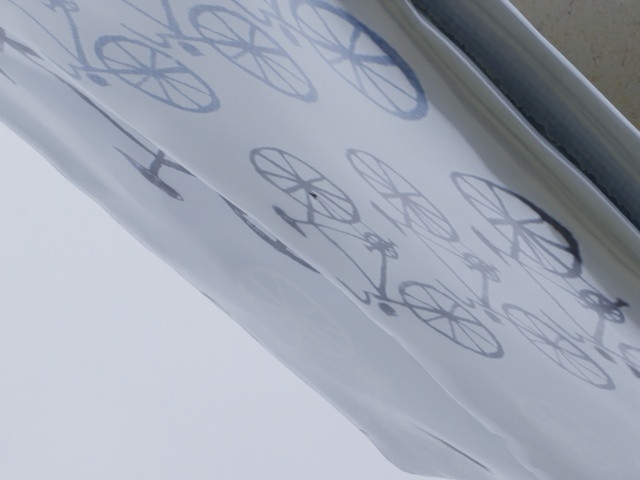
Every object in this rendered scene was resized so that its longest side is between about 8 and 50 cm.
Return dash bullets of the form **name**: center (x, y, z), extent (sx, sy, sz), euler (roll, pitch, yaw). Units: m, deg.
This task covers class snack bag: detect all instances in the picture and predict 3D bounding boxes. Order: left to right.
- **snack bag**: center (0.000, 0.000, 0.495), extent (0.323, 0.342, 0.037), euler (42, -105, -23)

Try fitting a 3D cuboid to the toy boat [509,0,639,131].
- **toy boat**: center (0.089, -0.124, 0.625), extent (0.267, 0.148, 0.318), euler (10, -42, 6)
